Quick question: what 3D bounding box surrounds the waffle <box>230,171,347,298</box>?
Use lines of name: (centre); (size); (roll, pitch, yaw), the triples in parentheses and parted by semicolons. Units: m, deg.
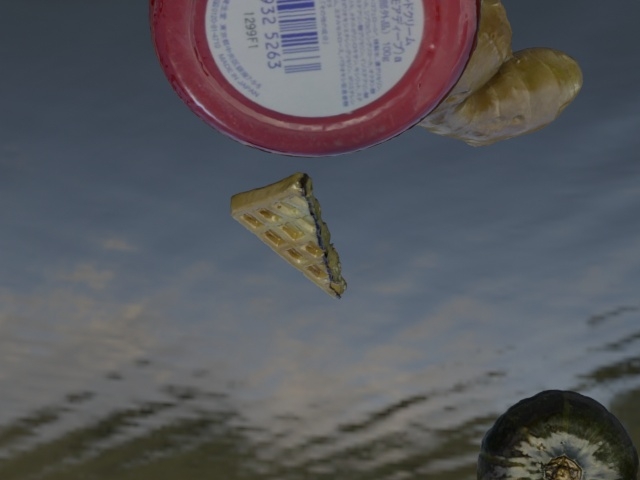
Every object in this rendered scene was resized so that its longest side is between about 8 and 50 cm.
waffle: (0.000, 0.000, 1.239); (0.097, 0.023, 0.152); (-14, 135, 44)

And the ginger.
ginger: (0.128, -0.181, 1.575); (0.122, 0.348, 0.363); (44, 168, 30)

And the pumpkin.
pumpkin: (0.318, 0.312, 1.940); (0.223, 0.224, 0.157); (3, 179, 3)

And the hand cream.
hand cream: (-0.006, -0.179, 0.974); (0.230, 0.149, 0.230); (0, 130, 0)
